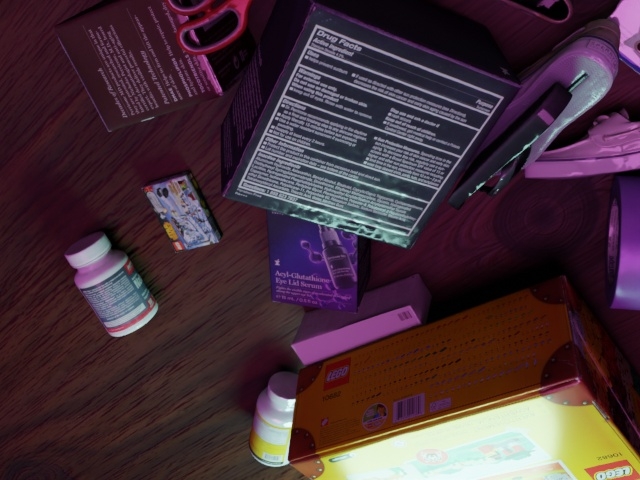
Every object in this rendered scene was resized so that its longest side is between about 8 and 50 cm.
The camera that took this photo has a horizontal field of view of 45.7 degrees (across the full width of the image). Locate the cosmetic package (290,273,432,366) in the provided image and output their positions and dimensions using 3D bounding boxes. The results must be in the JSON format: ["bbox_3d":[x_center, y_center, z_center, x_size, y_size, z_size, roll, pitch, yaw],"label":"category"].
[{"bbox_3d":[0.071,0.141,1.320,0.239,0.099,0.060,-22,115,28],"label":"cosmetic package"}]

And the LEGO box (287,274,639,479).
[{"bbox_3d":[0.257,0.312,1.258,0.500,0.193,0.372,-24,128,28],"label":"LEGO box"}]

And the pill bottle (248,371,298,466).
[{"bbox_3d":[-0.079,0.348,1.490,0.103,0.103,0.184,18,124,6],"label":"pill bottle"}]

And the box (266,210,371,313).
[{"bbox_3d":[0.000,0.000,1.247,0.153,0.108,0.207,6,123,14],"label":"box"}]

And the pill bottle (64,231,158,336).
[{"bbox_3d":[-0.392,0.079,1.414,0.108,0.108,0.180,-16,115,25],"label":"pill bottle"}]

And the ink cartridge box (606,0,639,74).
[{"bbox_3d":[0.504,-0.335,0.914,0.165,0.065,0.332,37,123,-7],"label":"ink cartridge box"}]

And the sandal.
[{"bbox_3d":[0.246,-0.103,1.000,0.054,0.097,0.254,39,148,-1],"label":"sandal"}]

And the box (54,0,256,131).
[{"bbox_3d":[-0.229,-0.286,1.101,0.203,0.168,0.167,-13,117,24],"label":"box"}]

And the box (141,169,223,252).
[{"bbox_3d":[-0.243,-0.050,1.338,0.094,0.027,0.137,-13,116,22],"label":"box"}]

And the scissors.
[{"bbox_3d":[-0.064,-0.325,0.934,0.297,0.021,0.109,-20,111,19],"label":"scissors"}]

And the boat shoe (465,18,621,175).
[{"bbox_3d":[0.295,-0.183,1.034,0.109,0.094,0.302,43,147,-7],"label":"boat shoe"}]

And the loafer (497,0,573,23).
[{"bbox_3d":[0.207,-0.347,0.932,0.268,0.084,0.096,18,130,-21],"label":"loafer"}]

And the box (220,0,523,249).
[{"bbox_3d":[0.053,-0.179,1.026,0.296,0.182,0.294,16,128,-21],"label":"box"}]

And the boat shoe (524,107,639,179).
[{"bbox_3d":[0.416,-0.139,1.050,0.268,0.096,0.088,-8,90,28],"label":"boat shoe"}]

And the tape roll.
[{"bbox_3d":[0.451,0.004,1.065,0.080,0.189,0.189,4,122,15],"label":"tape roll"}]
